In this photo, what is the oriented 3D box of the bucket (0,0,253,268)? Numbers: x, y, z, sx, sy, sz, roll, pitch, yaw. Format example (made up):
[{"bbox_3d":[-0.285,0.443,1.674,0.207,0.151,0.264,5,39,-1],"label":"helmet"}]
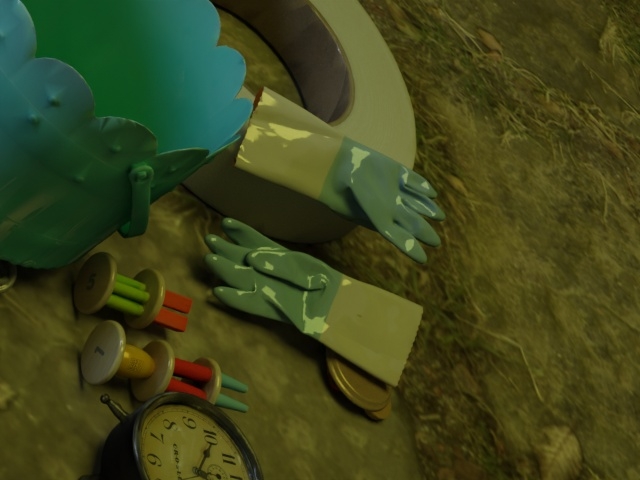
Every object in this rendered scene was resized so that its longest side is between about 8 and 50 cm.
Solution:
[{"bbox_3d":[-0.207,-0.124,1.374,0.281,0.183,0.281,38,28,-25],"label":"bucket"}]

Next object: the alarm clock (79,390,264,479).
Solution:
[{"bbox_3d":[-0.093,0.191,1.366,0.192,0.064,0.129,20,45,-36],"label":"alarm clock"}]

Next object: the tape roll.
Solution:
[{"bbox_3d":[-0.065,-0.179,1.743,0.392,0.072,0.392,30,40,-29],"label":"tape roll"}]

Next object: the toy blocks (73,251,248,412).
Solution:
[{"bbox_3d":[-0.124,0.083,1.440,0.148,0.054,0.123,24,40,-38],"label":"toy blocks"}]

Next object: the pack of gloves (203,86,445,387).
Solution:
[{"bbox_3d":[0.000,0.000,1.611,0.232,0.046,0.195,28,73,-24],"label":"pack of gloves"}]

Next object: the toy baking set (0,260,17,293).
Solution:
[{"bbox_3d":[-0.307,-0.054,1.369,0.197,0.030,0.256,35,37,-25],"label":"toy baking set"}]

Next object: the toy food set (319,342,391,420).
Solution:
[{"bbox_3d":[0.034,0.122,1.624,0.083,0.020,0.082,25,41,-34],"label":"toy food set"}]
